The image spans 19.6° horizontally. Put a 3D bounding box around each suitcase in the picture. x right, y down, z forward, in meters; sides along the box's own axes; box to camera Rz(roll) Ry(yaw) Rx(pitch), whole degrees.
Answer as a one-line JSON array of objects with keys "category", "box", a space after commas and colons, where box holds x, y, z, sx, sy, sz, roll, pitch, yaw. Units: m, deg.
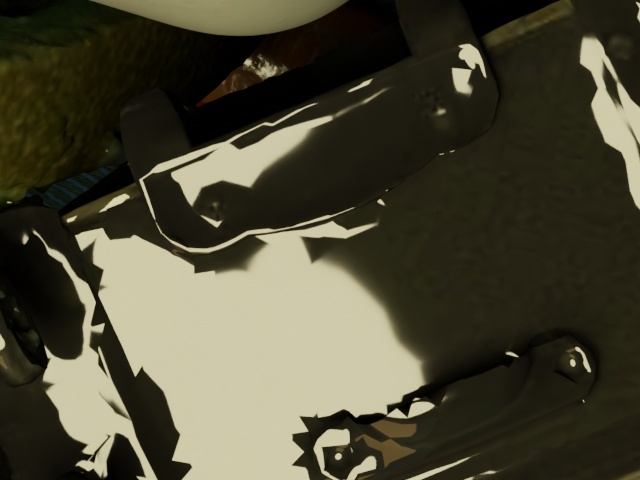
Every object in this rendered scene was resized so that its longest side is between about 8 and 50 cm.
[{"category": "suitcase", "box": [0.045, 0.020, 0.662, 0.283, 0.194, 0.434, -23, -178, 5]}]

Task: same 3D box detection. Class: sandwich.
[{"category": "sandwich", "box": [-0.170, -0.145, 0.777, 0.301, 0.250, 0.162, 20, 123, 31]}]

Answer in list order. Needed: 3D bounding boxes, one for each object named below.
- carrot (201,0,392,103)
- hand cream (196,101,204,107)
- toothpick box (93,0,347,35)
[{"category": "carrot", "box": [0.029, -0.066, 0.900, 0.193, 0.087, 0.087, 24, 163, -10]}, {"category": "hand cream", "box": [0.000, 0.000, 1.037, 0.230, 0.149, 0.230, 17, 161, 6]}, {"category": "toothpick box", "box": [-0.075, -0.175, 0.473, 0.316, 0.229, 0.229, 18, 164, 0]}]
